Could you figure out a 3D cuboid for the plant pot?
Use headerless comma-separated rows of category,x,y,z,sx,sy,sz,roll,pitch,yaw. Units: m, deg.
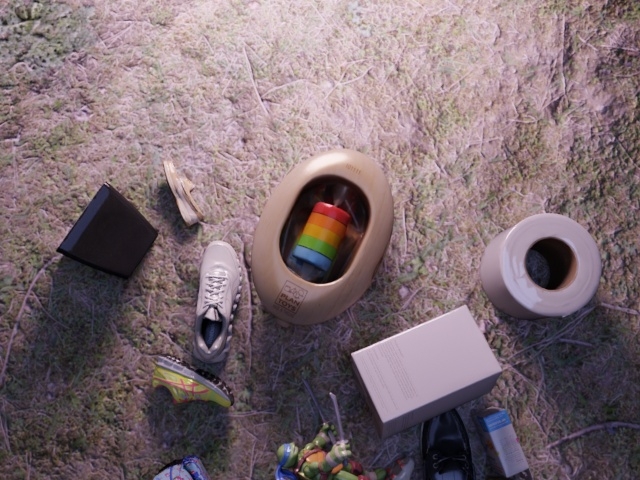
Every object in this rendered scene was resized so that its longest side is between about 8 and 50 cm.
plant pot,-0.483,-0.005,1.704,0.167,0.188,0.188,35,79,-12

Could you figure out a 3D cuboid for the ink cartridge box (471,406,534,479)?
ink cartridge box,0.429,0.490,1.722,0.061,0.104,0.182,-20,83,-7

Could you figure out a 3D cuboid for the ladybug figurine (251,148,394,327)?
ladybug figurine,0.000,0.000,1.740,0.305,0.162,0.450,29,79,0

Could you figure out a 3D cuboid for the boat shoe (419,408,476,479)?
boat shoe,0.302,0.547,1.699,0.127,0.113,0.340,3,80,-3

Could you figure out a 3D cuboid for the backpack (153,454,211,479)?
backpack,-0.301,0.567,1.619,0.116,0.173,0.158,-28,83,-8

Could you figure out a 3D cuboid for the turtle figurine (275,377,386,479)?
turtle figurine,0.054,0.470,1.645,0.266,0.197,0.275,33,56,-15

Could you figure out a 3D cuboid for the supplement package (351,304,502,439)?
supplement package,0.238,0.307,1.682,0.292,0.175,0.178,-21,63,-7

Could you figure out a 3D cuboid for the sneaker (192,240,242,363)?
sneaker,-0.245,0.141,1.723,0.109,0.118,0.292,3,79,-2

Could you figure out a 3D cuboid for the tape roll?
tape roll,0.527,0.068,1.767,0.245,0.169,0.246,1,80,-4

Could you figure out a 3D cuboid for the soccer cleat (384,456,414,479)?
soccer cleat,0.169,0.598,1.709,0.076,0.068,0.196,35,87,-3

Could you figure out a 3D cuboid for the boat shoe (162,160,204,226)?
boat shoe,-0.334,-0.121,1.788,0.059,0.063,0.170,-23,93,-10

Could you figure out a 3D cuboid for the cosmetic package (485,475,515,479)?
cosmetic package,0.428,0.578,1.703,0.060,0.115,0.041,5,80,-4

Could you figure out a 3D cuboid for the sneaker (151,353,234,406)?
sneaker,-0.301,0.347,1.710,0.208,0.081,0.094,26,87,7
